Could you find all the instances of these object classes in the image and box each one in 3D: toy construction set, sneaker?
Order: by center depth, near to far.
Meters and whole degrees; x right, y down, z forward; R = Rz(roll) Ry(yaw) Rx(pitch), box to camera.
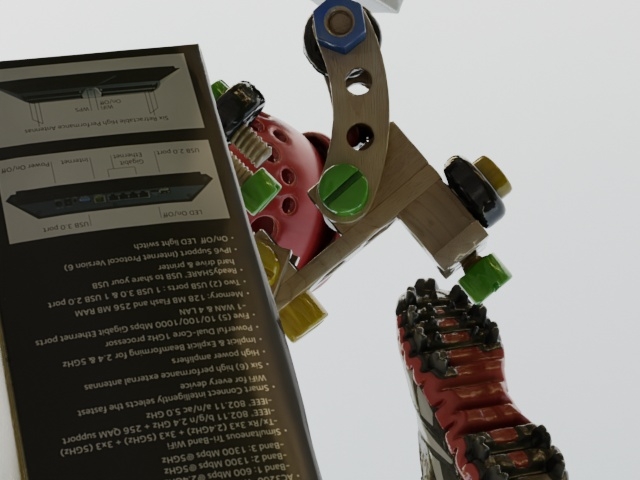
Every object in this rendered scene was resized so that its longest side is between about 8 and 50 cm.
[{"bbox_3d":[0.000,0.000,1.250,0.237,0.257,0.309,44,-26,2],"label":"toy construction set"},{"bbox_3d":[0.125,0.158,1.495,0.135,0.098,0.276,105,-28,-42],"label":"sneaker"}]

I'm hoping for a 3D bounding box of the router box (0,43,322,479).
[{"bbox_3d":[-0.064,0.128,0.567,0.309,0.081,0.243,102,-24,-51],"label":"router box"}]

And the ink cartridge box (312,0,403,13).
[{"bbox_3d":[0.030,-0.428,1.835,0.131,0.226,0.306,12,-101,55],"label":"ink cartridge box"}]

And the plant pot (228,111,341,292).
[{"bbox_3d":[-0.073,-0.039,1.662,0.191,0.174,0.191,-18,-111,56],"label":"plant pot"}]
